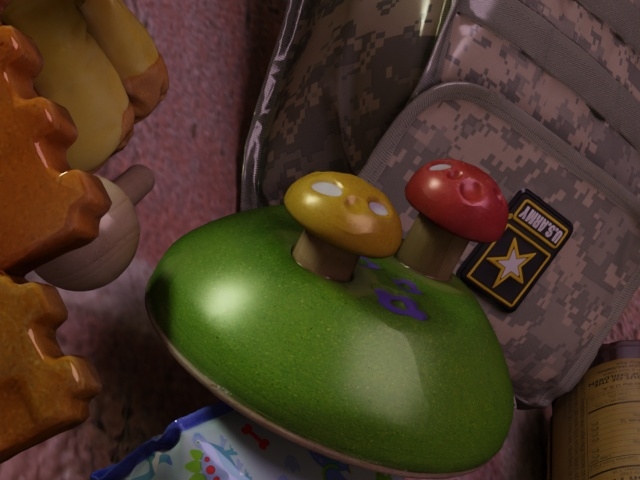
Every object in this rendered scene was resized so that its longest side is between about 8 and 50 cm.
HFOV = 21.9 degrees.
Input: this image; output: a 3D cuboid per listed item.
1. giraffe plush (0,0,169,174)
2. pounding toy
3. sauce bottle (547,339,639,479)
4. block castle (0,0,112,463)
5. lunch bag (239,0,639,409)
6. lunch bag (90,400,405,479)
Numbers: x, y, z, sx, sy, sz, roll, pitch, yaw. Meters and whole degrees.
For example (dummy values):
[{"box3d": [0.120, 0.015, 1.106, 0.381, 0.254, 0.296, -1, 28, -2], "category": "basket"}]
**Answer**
[{"box3d": [-0.124, -0.151, 0.782, 0.210, 0.170, 0.181, 50, 34, -12], "category": "giraffe plush"}, {"box3d": [0.000, 0.000, 0.764, 0.237, 0.110, 0.183, 28, 20, 5], "category": "pounding toy"}, {"box3d": [0.178, 0.176, 0.912, 0.111, 0.111, 0.344, 49, 23, -14], "category": "sauce bottle"}, {"box3d": [-0.188, -0.016, 0.434, 0.453, 0.213, 0.303, 63, 0, 6], "category": "block castle"}, {"box3d": [0.090, -0.060, 0.988, 0.235, 0.169, 0.287, 31, 62, -38], "category": "lunch bag"}, {"box3d": [-0.012, 0.132, 0.770, 0.151, 0.096, 0.129, -19, 79, -46], "category": "lunch bag"}]
